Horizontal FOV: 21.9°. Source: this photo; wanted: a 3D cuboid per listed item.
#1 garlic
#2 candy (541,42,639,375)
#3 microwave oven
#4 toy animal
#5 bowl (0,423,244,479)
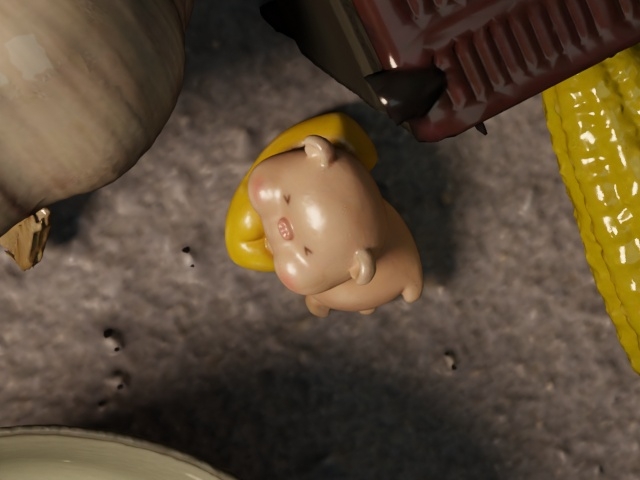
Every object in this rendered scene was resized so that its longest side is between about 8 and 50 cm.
[{"bbox_3d":[-0.160,-0.073,0.738,0.245,0.245,0.253,-24,145,-3],"label":"garlic"},{"bbox_3d":[0.169,-0.031,0.844,0.094,0.106,0.199,-21,106,16],"label":"candy"},{"bbox_3d":[0.047,-0.172,0.706,0.178,0.247,0.188,-30,110,-4],"label":"microwave oven"},{"bbox_3d":[0.000,0.000,0.830,0.091,0.082,0.114,-25,110,-1],"label":"toy animal"},{"bbox_3d":[-0.148,0.221,0.830,0.337,0.157,0.337,-3,107,-10],"label":"bowl"}]
